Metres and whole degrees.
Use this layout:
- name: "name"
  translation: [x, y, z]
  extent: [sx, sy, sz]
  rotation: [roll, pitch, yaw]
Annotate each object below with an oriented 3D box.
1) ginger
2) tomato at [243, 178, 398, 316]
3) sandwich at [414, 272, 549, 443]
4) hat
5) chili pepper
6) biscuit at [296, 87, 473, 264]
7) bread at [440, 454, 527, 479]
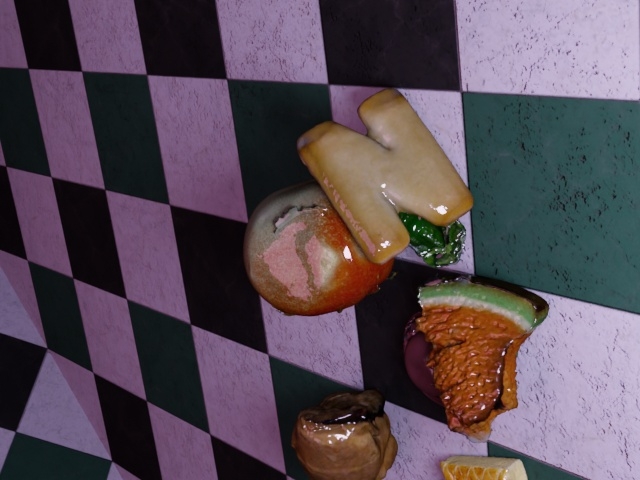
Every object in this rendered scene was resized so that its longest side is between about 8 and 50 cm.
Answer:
- name: "ginger"
  translation: [0.046, 0.446, 2.068]
  extent: [0.200, 0.269, 0.223]
  rotation: [-4, 98, 22]
- name: "tomato"
  translation: [0.000, 0.000, 1.871]
  extent: [0.303, 0.303, 0.239]
  rotation: [4, 122, 50]
- name: "sandwich"
  translation: [0.298, 0.218, 1.736]
  extent: [0.250, 0.162, 0.301]
  rotation: [2, 79, 37]
- name: "hat"
  translation: [0.226, 0.243, 1.893]
  extent: [0.205, 0.089, 0.206]
  rotation: [26, 125, 43]
- name: "chili pepper"
  translation: [0.196, -0.041, 1.818]
  extent: [0.216, 0.062, 0.108]
  rotation: [47, 113, 29]
- name: "biscuit"
  translation: [0.117, -0.124, 1.741]
  extent: [0.291, 0.236, 0.062]
  rotation: [59, 170, 13]
- name: "bread"
  translation: [0.333, 0.500, 1.900]
  extent: [0.188, 0.068, 0.126]
  rotation: [-11, 98, 52]
